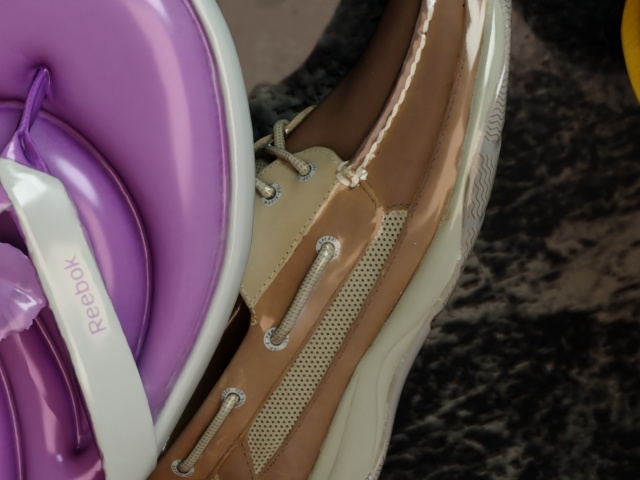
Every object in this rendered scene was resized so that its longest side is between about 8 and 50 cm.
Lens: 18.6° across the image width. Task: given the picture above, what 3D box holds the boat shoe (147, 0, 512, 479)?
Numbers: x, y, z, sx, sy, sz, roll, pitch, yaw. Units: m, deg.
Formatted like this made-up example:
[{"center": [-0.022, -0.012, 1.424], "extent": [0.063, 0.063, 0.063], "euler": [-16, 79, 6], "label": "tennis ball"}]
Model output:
[{"center": [0.000, 0.000, 0.920], "extent": [0.116, 0.123, 0.324], "euler": [17, 103, -10], "label": "boat shoe"}]

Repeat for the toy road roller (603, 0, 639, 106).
[{"center": [0.274, -0.141, 0.813], "extent": [0.329, 0.240, 0.202], "euler": [-45, 71, 4], "label": "toy road roller"}]

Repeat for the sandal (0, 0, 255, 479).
[{"center": [-0.136, 0.060, 0.862], "extent": [0.169, 0.102, 0.416], "euler": [17, 106, 4], "label": "sandal"}]
